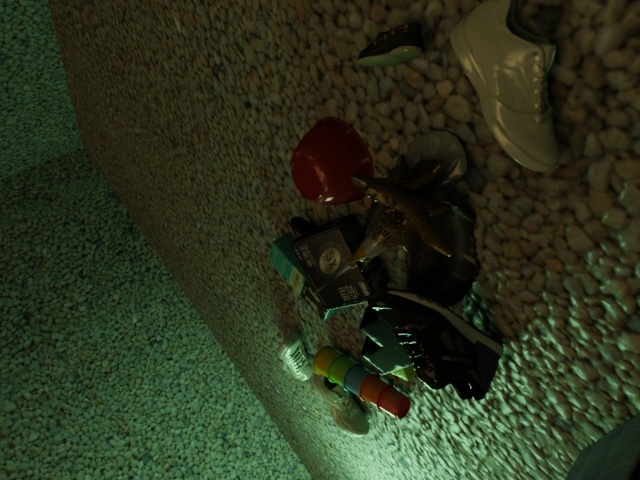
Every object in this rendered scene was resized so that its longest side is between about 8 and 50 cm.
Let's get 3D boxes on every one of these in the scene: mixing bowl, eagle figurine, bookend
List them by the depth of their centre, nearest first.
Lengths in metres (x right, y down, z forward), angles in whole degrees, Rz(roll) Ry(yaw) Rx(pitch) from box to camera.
[{"bbox_3d":[0.142,-0.018,0.763,0.298,0.224,0.227,49,-143,-61],"label":"eagle figurine"},{"bbox_3d":[0.007,-0.139,0.891,0.181,0.098,0.182,37,146,30],"label":"mixing bowl"},{"bbox_3d":[0.136,0.198,0.961,0.156,0.072,0.157,40,134,-14],"label":"bookend"}]

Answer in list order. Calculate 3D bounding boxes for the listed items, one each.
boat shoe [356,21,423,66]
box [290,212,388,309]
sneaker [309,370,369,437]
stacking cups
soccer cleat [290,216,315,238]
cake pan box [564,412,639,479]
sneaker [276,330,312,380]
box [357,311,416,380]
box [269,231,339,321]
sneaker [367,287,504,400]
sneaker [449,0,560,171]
[{"bbox_3d":[0.100,-0.283,0.662,0.133,0.048,0.042,14,103,60],"label":"boat shoe"},{"bbox_3d":[0.041,0.051,1.003,0.147,0.077,0.180,-18,104,39],"label":"box"},{"bbox_3d":[0.067,0.520,1.470,0.262,0.099,0.121,46,145,17],"label":"sneaker"},{"bbox_3d":[0.115,0.396,1.286,0.316,0.096,0.096,15,131,46],"label":"stacking cups"},{"bbox_3d":[0.000,0.000,1.092,0.179,0.060,0.072,46,141,6],"label":"soccer cleat"},{"bbox_3d":[0.406,0.362,0.632,0.070,0.245,0.267,37,144,25],"label":"cake pan box"},{"bbox_3d":[-0.074,0.413,1.584,0.123,0.106,0.290,36,155,21],"label":"sneaker"},{"bbox_3d":[0.162,0.247,1.097,0.109,0.042,0.179,8,125,53],"label":"box"},{"bbox_3d":[-0.041,0.099,1.242,0.244,0.060,0.101,47,150,18],"label":"box"},{"bbox_3d":[0.194,0.185,0.776,0.283,0.124,0.107,30,159,-15],"label":"sneaker"},{"bbox_3d":[0.237,-0.183,0.525,0.094,0.080,0.212,-27,94,50],"label":"sneaker"}]
